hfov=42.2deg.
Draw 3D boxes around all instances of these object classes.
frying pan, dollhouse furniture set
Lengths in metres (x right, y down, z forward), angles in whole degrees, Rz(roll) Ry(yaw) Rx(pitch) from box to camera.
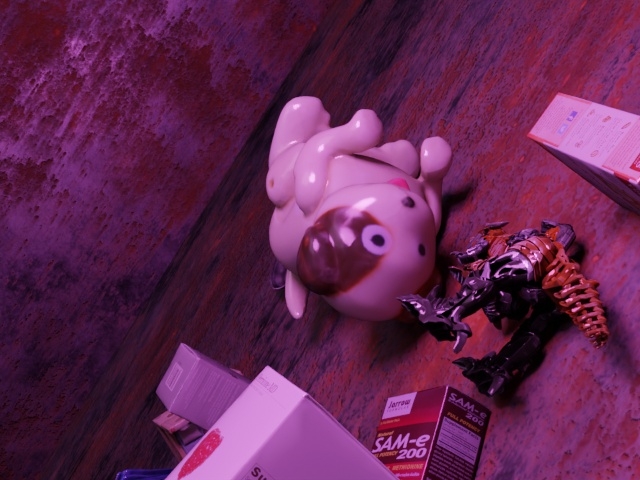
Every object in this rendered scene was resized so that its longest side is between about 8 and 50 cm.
[{"bbox_3d":[0.000,-0.016,1.742,0.326,0.053,0.197,-44,23,29],"label":"frying pan"},{"bbox_3d":[-0.203,0.357,1.613,0.184,0.129,0.129,-33,11,-23],"label":"dollhouse furniture set"}]

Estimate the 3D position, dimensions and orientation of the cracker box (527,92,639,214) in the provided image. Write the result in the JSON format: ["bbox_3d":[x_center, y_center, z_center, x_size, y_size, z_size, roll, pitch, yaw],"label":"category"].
[{"bbox_3d":[0.334,-0.071,0.858,0.067,0.156,0.232,-55,19,8],"label":"cracker box"}]

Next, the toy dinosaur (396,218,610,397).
[{"bbox_3d":[0.224,0.055,0.969,0.218,0.164,0.322,-42,-2,-3],"label":"toy dinosaur"}]

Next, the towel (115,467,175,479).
[{"bbox_3d":[-0.399,0.586,1.599,0.336,0.040,0.243,-58,-22,-1],"label":"towel"}]

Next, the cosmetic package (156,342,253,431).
[{"bbox_3d":[-0.139,0.274,1.361,0.107,0.238,0.127,-63,23,-6],"label":"cosmetic package"}]

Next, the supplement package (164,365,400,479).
[{"bbox_3d":[-0.078,0.316,0.930,0.293,0.175,0.177,-47,14,-11],"label":"supplement package"}]

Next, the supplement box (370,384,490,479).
[{"bbox_3d":[0.107,0.299,0.974,0.130,0.073,0.239,-29,33,54],"label":"supplement box"}]

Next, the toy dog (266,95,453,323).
[{"bbox_3d":[0.041,-0.024,1.321,0.395,0.284,0.408,-56,21,7],"label":"toy dog"}]
